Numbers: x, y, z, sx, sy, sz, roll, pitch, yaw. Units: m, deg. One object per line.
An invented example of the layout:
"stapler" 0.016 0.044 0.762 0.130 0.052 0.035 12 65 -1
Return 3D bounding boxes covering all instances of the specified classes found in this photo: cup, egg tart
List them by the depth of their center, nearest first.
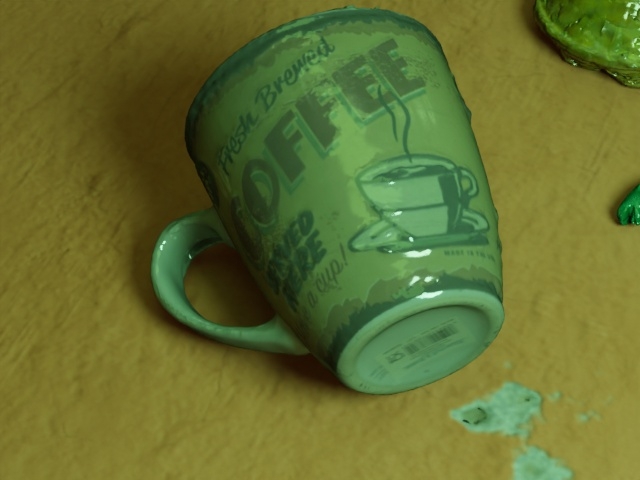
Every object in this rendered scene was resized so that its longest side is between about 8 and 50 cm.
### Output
"cup" 0.000 0.000 1.234 0.301 0.227 0.257 -31 55 16
"egg tart" 0.303 -0.237 1.471 0.213 0.090 0.212 0 48 0

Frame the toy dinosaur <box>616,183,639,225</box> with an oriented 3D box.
"toy dinosaur" 0.325 -0.032 1.323 0.132 0.059 0.096 -26 48 -7
